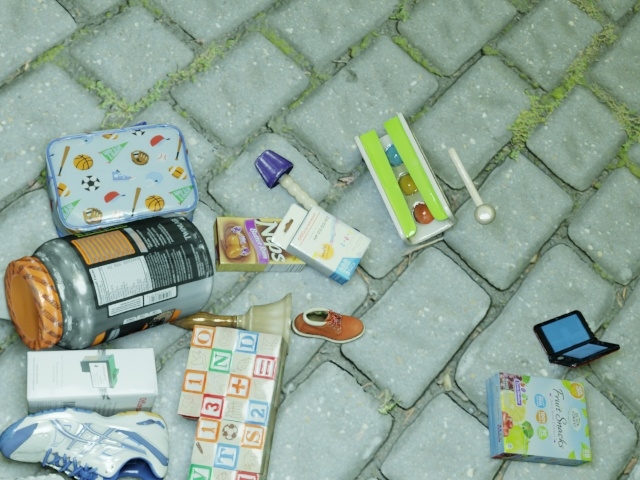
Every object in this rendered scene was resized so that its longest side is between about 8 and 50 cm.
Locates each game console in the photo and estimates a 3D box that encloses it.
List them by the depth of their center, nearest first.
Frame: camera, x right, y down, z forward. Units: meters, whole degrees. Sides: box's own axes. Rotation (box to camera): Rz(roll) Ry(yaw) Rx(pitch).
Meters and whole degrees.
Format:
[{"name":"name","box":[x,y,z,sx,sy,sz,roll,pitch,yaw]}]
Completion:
[{"name":"game console","box":[0.578,0.220,1.925,0.144,0.124,0.085,-16,98,-23]}]

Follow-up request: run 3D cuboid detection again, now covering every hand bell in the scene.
[{"name":"hand bell","box":[-0.181,0.162,1.712,0.242,0.126,0.126,3,64,-2]}]

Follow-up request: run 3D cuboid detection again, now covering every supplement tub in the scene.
[{"name":"supplement tub","box":[-0.385,0.077,1.570,0.338,0.207,0.207,-15,71,-39]}]

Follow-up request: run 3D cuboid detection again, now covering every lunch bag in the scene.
[{"name":"lunch bag","box":[-0.403,-0.123,1.753,0.304,0.115,0.243,-10,67,-21]}]

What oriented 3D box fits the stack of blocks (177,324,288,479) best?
[{"name":"stack of blocks","box":[-0.171,0.319,1.593,0.171,0.087,0.297,6,73,9]}]

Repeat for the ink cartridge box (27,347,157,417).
[{"name":"ink cartridge box","box":[-0.414,0.263,1.540,0.220,0.160,0.092,0,64,-19]}]

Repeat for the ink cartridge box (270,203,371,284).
[{"name":"ink cartridge box","box":[0.000,0.000,1.783,0.181,0.061,0.104,31,73,-3]}]

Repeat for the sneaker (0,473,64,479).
[{"name":"sneaker","box":[-0.499,0.448,1.477,0.229,0.087,0.092,25,46,-8]}]

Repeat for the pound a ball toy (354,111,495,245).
[{"name":"pound a ball toy","box":[0.240,-0.133,1.930,0.208,0.136,0.319,-28,73,10]}]

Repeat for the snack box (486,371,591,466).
[{"name":"snack box","box":[0.464,0.381,1.818,0.207,0.070,0.174,9,63,-16]}]

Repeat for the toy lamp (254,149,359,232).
[{"name":"toy lamp","box":[-0.033,-0.091,1.875,0.275,0.080,0.080,43,61,4]}]

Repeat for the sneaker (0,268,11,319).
[{"name":"sneaker","box":[-0.632,0.093,1.578,0.293,0.169,0.108,-3,100,-53]}]

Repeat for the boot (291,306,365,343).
[{"name":"boot","box":[0.025,0.173,1.767,0.158,0.084,0.059,5,63,-17]}]

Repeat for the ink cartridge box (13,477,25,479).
[{"name":"ink cartridge box","box":[-0.469,0.558,1.352,0.211,0.121,0.289,28,83,-4]}]

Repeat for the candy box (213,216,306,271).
[{"name":"candy box","box":[-0.130,0.009,1.812,0.187,0.053,0.109,1,65,-19]}]

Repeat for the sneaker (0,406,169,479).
[{"name":"sneaker","box":[-0.404,0.372,1.489,0.297,0.111,0.130,3,50,-25]}]
